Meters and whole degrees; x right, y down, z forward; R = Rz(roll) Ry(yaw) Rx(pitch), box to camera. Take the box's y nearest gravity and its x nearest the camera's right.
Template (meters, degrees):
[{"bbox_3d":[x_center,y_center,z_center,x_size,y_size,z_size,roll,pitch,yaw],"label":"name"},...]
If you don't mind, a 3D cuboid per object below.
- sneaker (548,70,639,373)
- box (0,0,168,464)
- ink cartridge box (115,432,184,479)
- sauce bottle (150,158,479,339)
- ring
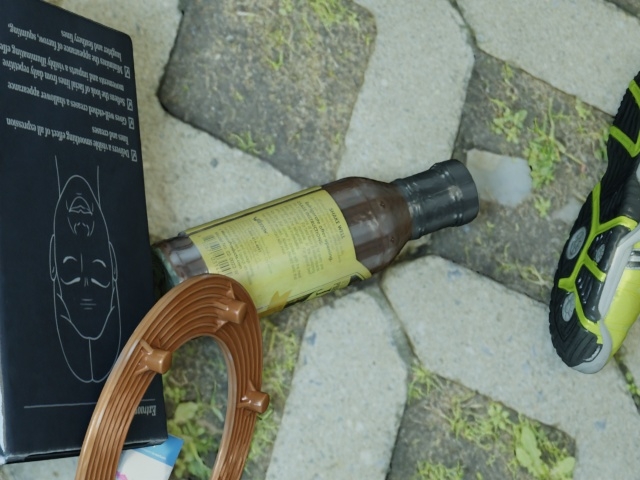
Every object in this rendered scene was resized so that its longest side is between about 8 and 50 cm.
[{"bbox_3d":[0.369,-0.024,1.780,0.147,0.145,0.384,28,76,-12],"label":"sneaker"},{"bbox_3d":[-0.302,-0.001,1.441,0.212,0.293,0.395,-8,83,19],"label":"box"},{"bbox_3d":[-0.185,0.240,1.583,0.052,0.088,0.122,24,75,-14],"label":"ink cartridge box"},{"bbox_3d":[0.000,0.000,1.668,0.344,0.111,0.111,-19,89,-19],"label":"sauce bottle"},{"bbox_3d":[-0.126,0.195,1.506,0.032,0.336,0.336,14,75,21],"label":"ring"}]
